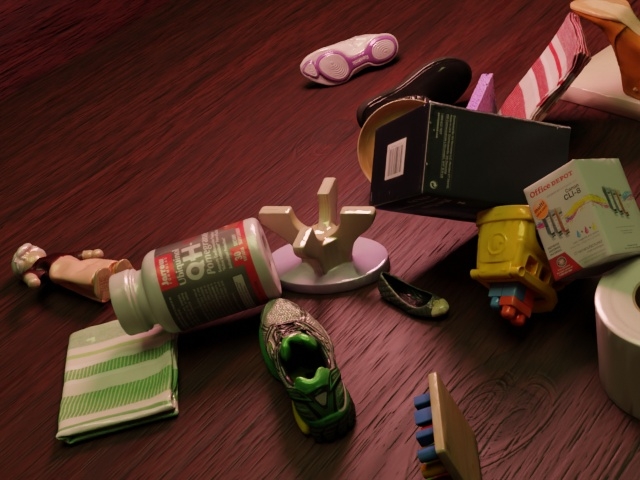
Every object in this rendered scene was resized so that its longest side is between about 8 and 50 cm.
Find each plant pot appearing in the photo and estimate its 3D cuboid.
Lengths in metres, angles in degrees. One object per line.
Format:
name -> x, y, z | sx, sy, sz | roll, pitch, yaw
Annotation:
plant pot -> 0.205, -0.214, 2.093 | 0.236, 0.237, 0.032 | -13, -7, 4

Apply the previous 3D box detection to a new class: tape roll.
tape roll -> 0.569, 0.154, 1.423 | 0.246, 0.169, 0.246 | -10, 35, 7

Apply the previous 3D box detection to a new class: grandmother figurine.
grandmother figurine -> -0.605, 0.072, 2.081 | 0.342, 0.104, 0.207 | 8, 13, 35

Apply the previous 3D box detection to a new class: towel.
towel -> -0.401, 0.259, 1.777 | 0.247, 0.038, 0.325 | -16, 34, 1
towel -> 0.509, -0.358, 2.089 | 0.037, 0.329, 0.237 | 26, 35, -11

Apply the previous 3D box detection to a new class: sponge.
sponge -> 0.398, -0.316, 2.206 | 0.031, 0.117, 0.210 | 4, 39, 23

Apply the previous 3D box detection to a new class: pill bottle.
pill bottle -> -0.251, 0.083, 1.786 | 0.318, 0.176, 0.176 | -19, 34, 1

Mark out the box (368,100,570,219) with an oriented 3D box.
box -> 0.285, -0.139, 1.752 | 0.293, 0.183, 0.296 | 6, -5, -15

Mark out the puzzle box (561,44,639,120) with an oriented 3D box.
puzzle box -> 0.827, -0.386, 2.194 | 0.272, 0.052, 0.409 | -33, 38, -24

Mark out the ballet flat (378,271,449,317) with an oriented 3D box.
ballet flat -> 0.178, 0.109, 1.747 | 0.173, 0.049, 0.057 | 20, 48, 40

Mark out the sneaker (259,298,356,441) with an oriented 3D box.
sneaker -> -0.031, 0.199, 1.619 | 0.134, 0.146, 0.343 | -22, 34, -10

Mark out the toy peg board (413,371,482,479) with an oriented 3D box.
toy peg board -> 0.180, 0.320, 1.363 | 0.079, 0.161, 0.161 | -23, 31, 17

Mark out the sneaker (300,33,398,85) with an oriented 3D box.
sneaker -> 0.080, -0.552, 2.704 | 0.305, 0.114, 0.152 | -17, 20, -10

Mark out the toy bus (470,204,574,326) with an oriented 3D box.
toy bus -> 0.383, 0.064, 1.638 | 0.149, 0.220, 0.212 | -9, 60, 47

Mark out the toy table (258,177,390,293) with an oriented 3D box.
toy table -> 0.000, 0.000, 1.879 | 0.274, 0.161, 0.252 | -7, 35, 11

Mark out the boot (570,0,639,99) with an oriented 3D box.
boot -> 0.714, -0.446, 2.089 | 0.104, 0.211, 0.295 | -35, 45, -28

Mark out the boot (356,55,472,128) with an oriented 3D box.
boot -> 0.279, -0.331, 2.258 | 0.347, 0.131, 0.260 | -32, 29, -5

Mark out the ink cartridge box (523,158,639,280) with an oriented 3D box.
ink cartridge box -> 0.456, -0.037, 1.518 | 0.127, 0.176, 0.128 | -4, -21, -36
